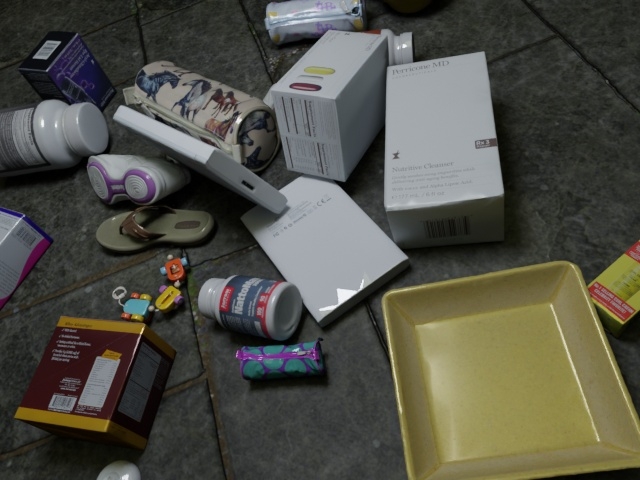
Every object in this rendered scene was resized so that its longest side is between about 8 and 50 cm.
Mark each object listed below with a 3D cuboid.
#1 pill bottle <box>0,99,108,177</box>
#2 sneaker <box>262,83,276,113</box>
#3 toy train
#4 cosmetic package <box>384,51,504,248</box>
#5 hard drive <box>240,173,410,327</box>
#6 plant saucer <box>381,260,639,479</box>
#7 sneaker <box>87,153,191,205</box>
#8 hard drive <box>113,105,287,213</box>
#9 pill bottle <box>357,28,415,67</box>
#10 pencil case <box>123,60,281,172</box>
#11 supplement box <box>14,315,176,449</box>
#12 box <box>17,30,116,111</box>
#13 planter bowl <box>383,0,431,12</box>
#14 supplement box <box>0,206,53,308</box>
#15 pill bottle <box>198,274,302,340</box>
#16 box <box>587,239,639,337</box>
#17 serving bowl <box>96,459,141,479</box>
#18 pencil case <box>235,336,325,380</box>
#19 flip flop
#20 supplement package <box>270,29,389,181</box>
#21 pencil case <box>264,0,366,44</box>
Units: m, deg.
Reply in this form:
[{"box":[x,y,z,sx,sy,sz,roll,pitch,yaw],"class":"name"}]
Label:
[{"box":[-0.722,-0.264,1.441,0.319,0.176,0.176,-6,56,11],"class":"pill bottle"},{"box":[-0.121,-0.323,1.396,0.134,0.070,0.051,-48,62,18],"class":"sneaker"},{"box":[-0.339,0.109,1.167,0.166,0.046,0.125,-27,53,-7],"class":"toy train"},{"box":[0.244,-0.185,1.129,0.217,0.156,0.385,-7,57,14],"class":"cosmetic package"},{"box":[0.000,0.000,1.144,0.210,0.040,0.318,-35,55,-8],"class":"hard drive"},{"box":[0.285,0.215,0.896,0.333,0.081,0.332,-10,55,8],"class":"plant saucer"},{"box":[-0.439,-0.149,1.346,0.305,0.114,0.152,15,28,35],"class":"sneaker"},{"box":[-0.257,-0.173,1.186,0.353,0.233,0.047,29,87,39],"class":"hard drive"},{"box":[0.117,-0.444,1.360,0.216,0.121,0.121,-2,57,14],"class":"pill bottle"},{"box":[-0.279,-0.301,1.349,0.410,0.159,0.183,30,53,30],"class":"pencil case"},{"box":[-0.403,0.259,1.029,0.191,0.129,0.194,2,58,17],"class":"supplement box"},{"box":[-0.680,-0.434,1.524,0.108,0.207,0.153,11,62,21],"class":"box"},{"box":[0.240,-0.674,1.498,0.217,0.090,0.217,-7,55,11],"class":"planter bowl"},{"box":[-0.744,0.046,1.279,0.114,0.111,0.220,14,62,24],"class":"supplement box"},{"box":[-0.136,0.121,1.055,0.180,0.108,0.108,5,58,29],"class":"pill bottle"},{"box":[0.545,0.054,0.943,0.232,0.058,0.087,-37,56,-10],"class":"box"},{"box":[-0.355,0.421,0.970,0.083,0.027,0.083,-8,55,11],"class":"serving bowl"},{"box":[-0.068,0.213,1.002,0.152,0.070,0.064,-8,56,12],"class":"pencil case"},{"box":[-0.372,-0.036,1.248,0.277,0.080,0.112,-2,57,15],"class":"flip flop"},{"box":[0.035,-0.294,1.201,0.145,0.204,0.262,15,50,23],"class":"supplement package"},{"box":[-0.008,-0.594,1.499,0.273,0.113,0.124,-2,35,16],"class":"pencil case"}]
